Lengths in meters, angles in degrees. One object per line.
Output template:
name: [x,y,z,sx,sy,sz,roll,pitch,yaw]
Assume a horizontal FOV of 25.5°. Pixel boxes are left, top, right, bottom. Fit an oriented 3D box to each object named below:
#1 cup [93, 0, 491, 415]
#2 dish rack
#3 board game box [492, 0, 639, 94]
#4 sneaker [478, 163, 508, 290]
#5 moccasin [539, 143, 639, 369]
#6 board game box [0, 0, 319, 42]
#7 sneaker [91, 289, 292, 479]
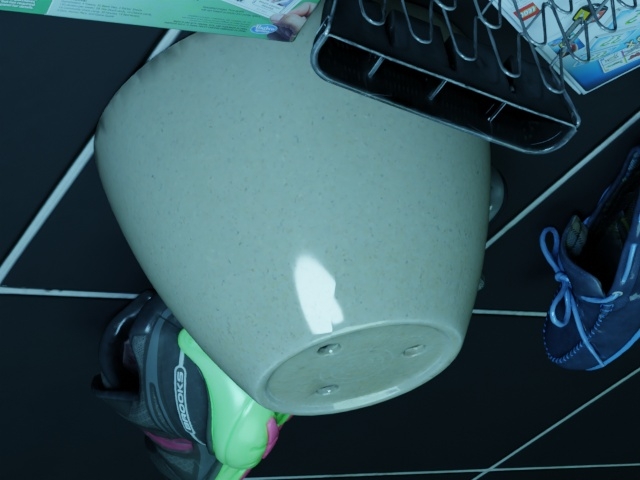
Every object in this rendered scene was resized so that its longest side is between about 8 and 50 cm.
cup: [0.000,0.000,1.136,0.331,0.237,0.331,-12,153,-6]
dish rack: [0.136,-0.193,0.943,0.208,0.074,0.271,17,135,-21]
board game box: [0.287,-0.231,1.049,0.305,0.053,0.193,-27,150,21]
sneaker: [0.127,-0.011,1.353,0.130,0.087,0.227,1,152,-32]
moccasin: [0.292,0.005,1.451,0.116,0.138,0.342,1,135,-21]
board game box: [-0.114,-0.217,0.870,0.317,0.046,0.213,2,147,-30]
sneaker: [-0.125,0.140,1.445,0.185,0.202,0.483,-52,178,-21]
